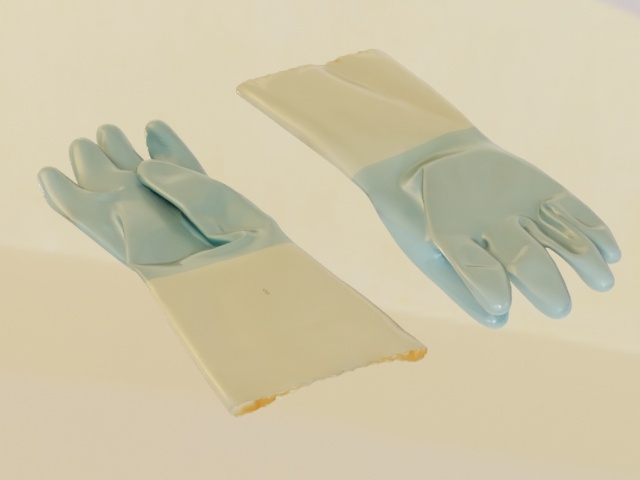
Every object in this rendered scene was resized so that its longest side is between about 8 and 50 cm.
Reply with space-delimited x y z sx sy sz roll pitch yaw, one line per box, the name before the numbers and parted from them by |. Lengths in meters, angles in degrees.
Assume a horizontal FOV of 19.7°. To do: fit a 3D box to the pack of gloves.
pack of gloves | 0.000 0.000 0.791 0.195 0.046 0.232 -17 -145 -23
